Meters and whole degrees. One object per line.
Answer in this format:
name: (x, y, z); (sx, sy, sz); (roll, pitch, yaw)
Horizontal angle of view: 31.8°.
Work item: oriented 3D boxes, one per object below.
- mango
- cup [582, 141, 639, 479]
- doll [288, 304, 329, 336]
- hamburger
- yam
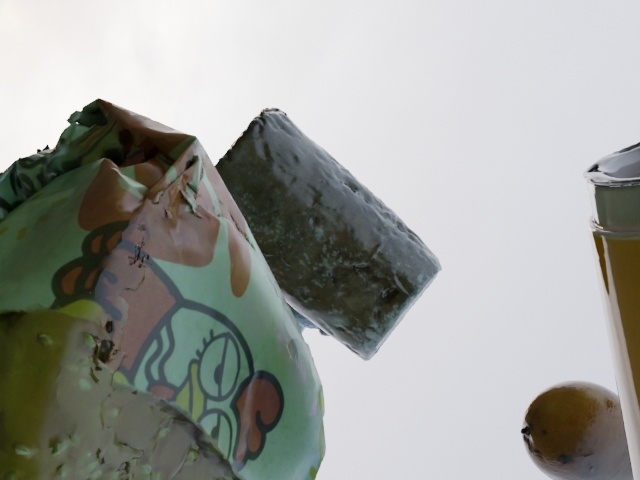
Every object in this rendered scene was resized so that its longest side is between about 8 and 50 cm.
mango: (0.286, 0.209, 1.171); (0.115, 0.178, 0.090); (-52, -147, 20)
cup: (0.244, 0.077, 0.610); (0.196, 0.196, 0.280); (-2, -72, 57)
doll: (-0.037, 0.038, 0.983); (0.179, 0.075, 0.120); (-27, -107, 56)
hamburger: (-0.093, 0.082, 0.461); (0.125, 0.214, 0.235); (-2, -143, 37)
yam: (0.000, 0.000, 0.818); (0.107, 0.194, 0.107); (-47, -171, 10)
